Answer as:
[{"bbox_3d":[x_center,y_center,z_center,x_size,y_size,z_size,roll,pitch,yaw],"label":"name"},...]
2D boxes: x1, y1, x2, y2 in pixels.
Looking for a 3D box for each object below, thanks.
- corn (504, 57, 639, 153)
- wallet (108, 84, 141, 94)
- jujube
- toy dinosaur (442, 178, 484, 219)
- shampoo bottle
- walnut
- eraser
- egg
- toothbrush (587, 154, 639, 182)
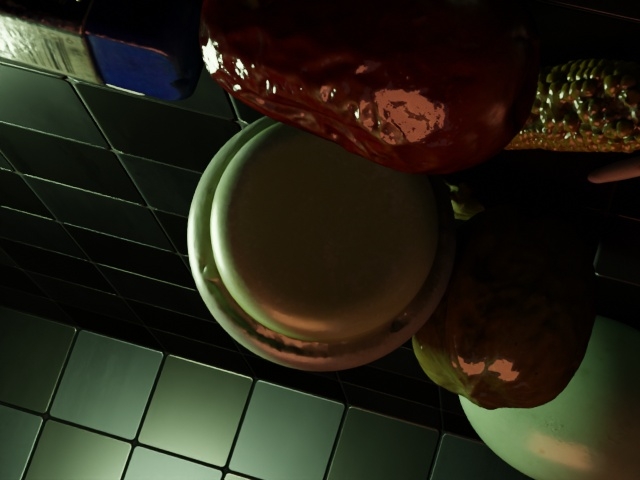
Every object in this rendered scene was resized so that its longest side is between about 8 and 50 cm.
[{"bbox_3d":[0.226,-0.135,1.401,0.319,0.097,0.097,2,157,47],"label":"corn"},{"bbox_3d":[-0.240,-0.219,1.729,0.061,0.025,0.122,23,162,-10],"label":"wallet"},{"bbox_3d":[0.046,-0.178,1.265,0.318,0.223,0.223,15,164,23],"label":"jujube"},{"bbox_3d":[0.205,-0.039,1.820,0.162,0.039,0.126,27,160,-31],"label":"toy dinosaur"},{"bbox_3d":[0.000,0.000,1.663,0.322,0.323,0.317,18,170,-1],"label":"shampoo bottle"},{"bbox_3d":[0.242,0.082,1.760,0.227,0.283,0.283,7,160,32],"label":"walnut"},{"bbox_3d":[-0.298,-0.258,1.538,0.332,0.102,0.155,15,162,6],"label":"eraser"},{"bbox_3d":[0.403,0.251,2.119,0.388,0.276,0.276,19,163,4],"label":"egg"},{"bbox_3d":[0.391,-0.094,1.475,0.029,0.025,0.307,35,158,-22],"label":"toothbrush"}]
